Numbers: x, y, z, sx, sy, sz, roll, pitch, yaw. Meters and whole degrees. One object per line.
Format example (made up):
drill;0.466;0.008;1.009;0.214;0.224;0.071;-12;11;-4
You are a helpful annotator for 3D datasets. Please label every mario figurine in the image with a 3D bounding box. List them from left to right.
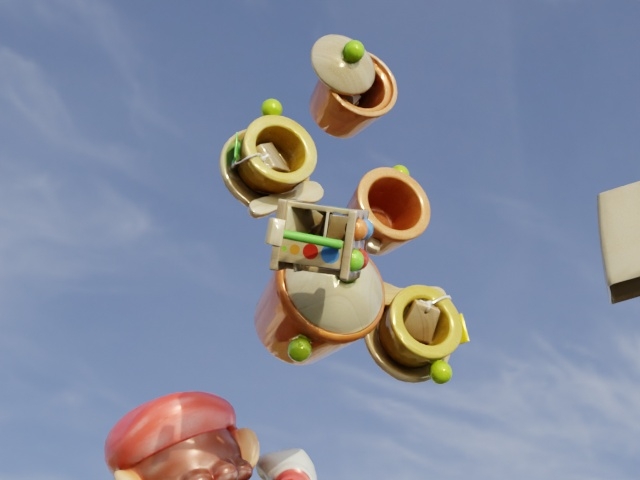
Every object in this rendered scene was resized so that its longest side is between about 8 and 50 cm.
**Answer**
mario figurine;-0.074;0.259;1.034;0.170;0.320;0.198;-48;-39;10

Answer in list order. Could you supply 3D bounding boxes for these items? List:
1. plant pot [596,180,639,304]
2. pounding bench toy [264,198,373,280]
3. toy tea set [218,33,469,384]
plant pot;0.325;-0.005;1.272;0.109;0.096;0.109;-17;-16;10
pounding bench toy;0.000;0.000;0.917;0.065;0.052;0.083;9;3;12
toy tea set;0.026;-0.038;1.101;0.200;0.336;0.124;-2;-25;-27
